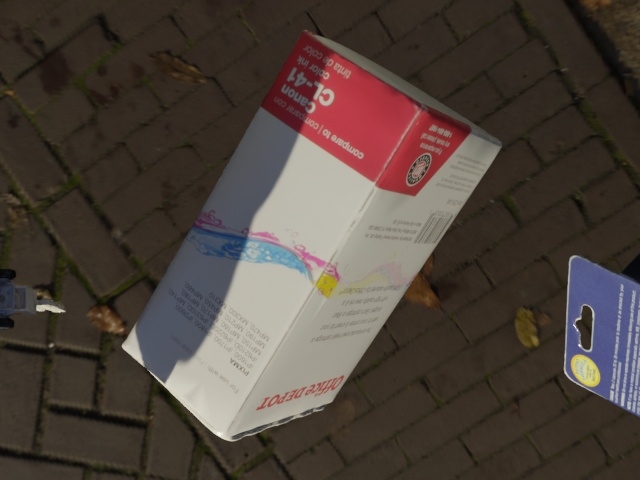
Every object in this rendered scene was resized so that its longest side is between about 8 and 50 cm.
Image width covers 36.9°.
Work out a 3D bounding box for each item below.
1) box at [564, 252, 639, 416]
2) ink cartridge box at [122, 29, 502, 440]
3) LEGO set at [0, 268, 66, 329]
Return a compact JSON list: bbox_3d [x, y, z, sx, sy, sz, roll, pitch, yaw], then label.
[{"bbox_3d":[0.264,0.091,0.623,0.225,0.136,0.036,28,55,35],"label":"box"},{"bbox_3d":[0.000,0.000,0.828,0.131,0.226,0.306,38,103,21],"label":"ink cartridge box"},{"bbox_3d":[-0.278,0.040,0.557,0.182,0.060,0.244,-44,79,-7],"label":"LEGO set"}]
